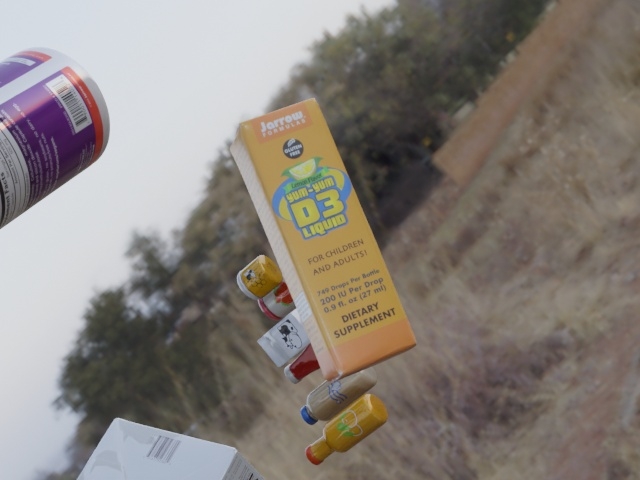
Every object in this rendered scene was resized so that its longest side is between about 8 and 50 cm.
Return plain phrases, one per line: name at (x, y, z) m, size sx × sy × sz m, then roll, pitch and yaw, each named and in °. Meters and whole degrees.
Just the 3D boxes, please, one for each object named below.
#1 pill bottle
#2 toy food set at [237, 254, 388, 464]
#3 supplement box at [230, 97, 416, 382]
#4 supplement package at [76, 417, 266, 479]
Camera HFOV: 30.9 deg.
pill bottle at (-0.429, -0.111, 1.475) m, size 0.181 × 0.181 × 0.323 m, roll -44°, pitch 1°, yaw 44°
toy food set at (-0.026, 0.133, 1.322) m, size 0.104 × 0.232 × 0.111 m, roll -40°, pitch -2°, yaw 20°
supplement box at (0.000, 0.000, 0.999) m, size 0.078 × 0.233 × 0.080 m, roll -22°, pitch -9°, yaw -11°
supplement package at (-0.143, 0.322, 1.265) m, size 0.194 × 0.203 × 0.149 m, roll 6°, pitch 55°, yaw 39°
